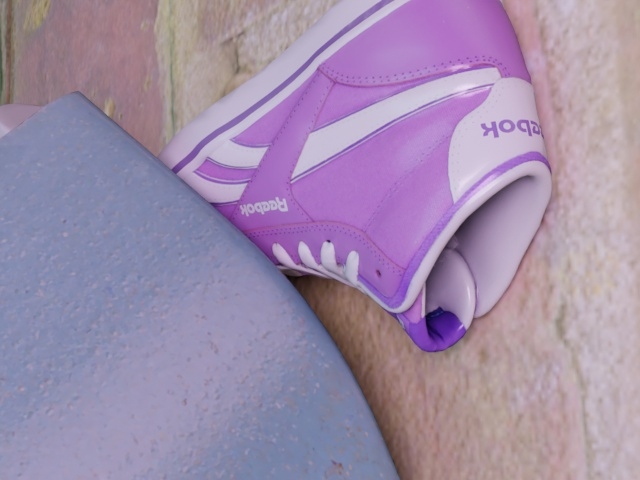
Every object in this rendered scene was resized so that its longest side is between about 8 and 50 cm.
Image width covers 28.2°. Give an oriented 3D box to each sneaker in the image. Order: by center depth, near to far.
[{"bbox_3d":[-0.001,0.000,0.642,0.282,0.102,0.161,-41,58,43],"label":"sneaker"}]

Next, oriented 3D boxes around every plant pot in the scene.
[{"bbox_3d":[-0.109,0.131,0.619,0.252,0.247,0.248,32,138,14],"label":"plant pot"}]

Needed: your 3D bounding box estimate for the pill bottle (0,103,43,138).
[{"bbox_3d":[-0.221,0.015,0.914,0.117,0.117,0.215,44,120,46],"label":"pill bottle"}]
